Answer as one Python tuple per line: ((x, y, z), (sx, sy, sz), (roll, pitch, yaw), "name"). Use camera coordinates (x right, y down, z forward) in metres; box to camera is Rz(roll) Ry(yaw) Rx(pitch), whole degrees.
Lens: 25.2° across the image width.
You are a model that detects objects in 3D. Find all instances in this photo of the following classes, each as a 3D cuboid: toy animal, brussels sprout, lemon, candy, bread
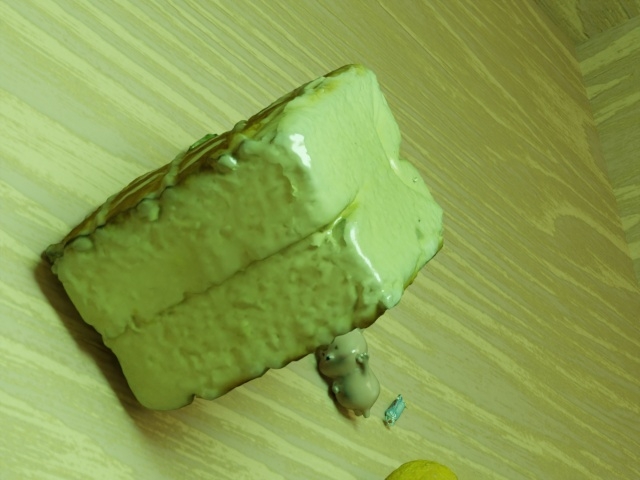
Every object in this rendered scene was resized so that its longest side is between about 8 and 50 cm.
((0.043, 0.191, 2.116), (0.089, 0.083, 0.150), (-25, 103, -77), "toy animal")
((-0.161, -0.107, 2.006), (0.085, 0.058, 0.085), (162, -90, -82), "brussels sprout")
((0.138, 0.396, 2.046), (0.142, 0.142, 0.187), (58, 44, -15), "lemon")
((0.119, 0.270, 2.257), (0.030, 0.020, 0.083), (58, 28, -10), "candy")
((-0.074, -0.002, 1.720), (0.279, 0.371, 0.390), (59, 22, -5), "bread")
